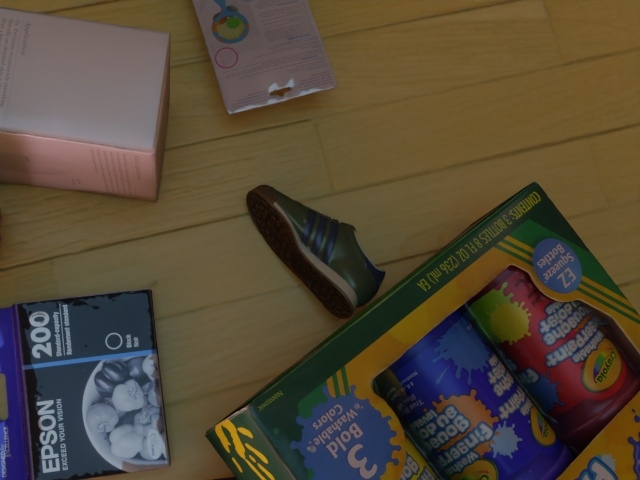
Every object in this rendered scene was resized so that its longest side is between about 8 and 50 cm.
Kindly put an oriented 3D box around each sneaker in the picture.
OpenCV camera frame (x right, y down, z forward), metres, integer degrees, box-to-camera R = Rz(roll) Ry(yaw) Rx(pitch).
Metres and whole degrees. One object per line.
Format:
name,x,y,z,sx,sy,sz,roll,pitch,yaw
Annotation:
sneaker,0.000,0.000,1.183,0.086,0.064,0.192,-33,76,-34

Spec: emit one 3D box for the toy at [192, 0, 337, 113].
toy,-0.081,-0.269,1.220,0.137,0.056,0.237,-16,77,-8

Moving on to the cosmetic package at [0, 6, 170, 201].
cosmetic package,-0.280,-0.142,1.076,0.225,0.224,0.138,8,78,-8

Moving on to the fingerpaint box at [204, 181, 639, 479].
fingerpaint box,0.171,0.211,1.062,0.445,0.163,0.371,-35,86,-28

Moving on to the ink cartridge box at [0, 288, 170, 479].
ink cartridge box,-0.283,0.165,1.110,0.208,0.045,0.206,-7,81,-9

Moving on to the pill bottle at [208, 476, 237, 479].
pill bottle,-0.092,0.379,1.056,0.130,0.130,0.245,-2,79,-9
